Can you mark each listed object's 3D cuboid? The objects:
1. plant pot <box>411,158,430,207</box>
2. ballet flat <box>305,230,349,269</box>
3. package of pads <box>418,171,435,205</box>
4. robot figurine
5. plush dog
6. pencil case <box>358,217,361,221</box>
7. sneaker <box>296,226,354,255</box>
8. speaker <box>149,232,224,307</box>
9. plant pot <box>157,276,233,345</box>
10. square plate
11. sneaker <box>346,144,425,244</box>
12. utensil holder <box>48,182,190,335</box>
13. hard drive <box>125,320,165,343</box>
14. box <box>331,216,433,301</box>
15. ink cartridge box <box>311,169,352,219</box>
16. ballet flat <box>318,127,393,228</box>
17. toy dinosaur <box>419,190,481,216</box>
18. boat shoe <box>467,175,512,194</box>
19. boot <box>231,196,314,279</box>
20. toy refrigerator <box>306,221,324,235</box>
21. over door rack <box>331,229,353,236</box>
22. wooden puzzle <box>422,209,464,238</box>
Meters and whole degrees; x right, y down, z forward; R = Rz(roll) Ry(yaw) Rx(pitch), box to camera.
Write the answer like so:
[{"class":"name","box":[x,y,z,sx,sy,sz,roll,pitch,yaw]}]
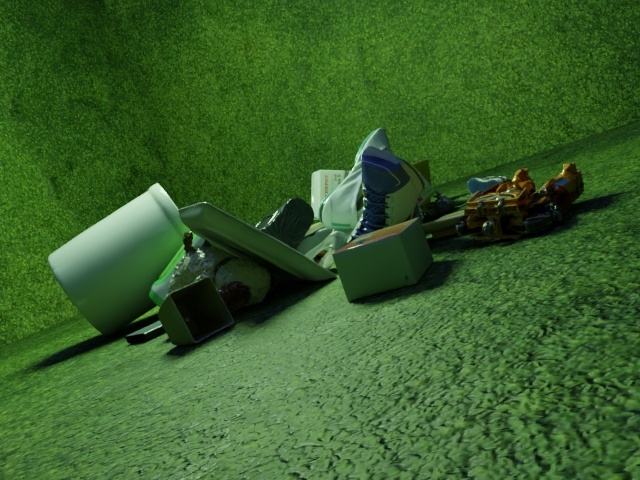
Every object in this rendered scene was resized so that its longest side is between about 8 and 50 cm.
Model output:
[{"class":"plant pot","box":[0.311,-0.186,2.216,0.212,0.187,0.212,-22,5,-36]},{"class":"ballet flat","box":[0.008,0.046,1.410,0.072,0.068,0.213,19,-31,-16]},{"class":"package of pads","box":[0.254,-0.123,1.881,0.229,0.101,0.296,-40,1,8]},{"class":"robot figurine","box":[0.388,-0.076,1.098,0.211,0.084,0.291,-3,16,45]},{"class":"plush dog","box":[-0.220,0.091,1.307,0.226,0.210,0.262,8,16,23]},{"class":"pencil case","box":[0.132,-0.047,2.009,0.088,0.086,0.206,-48,-4,13]},{"class":"sneaker","box":[0.000,0.000,1.816,0.269,0.101,0.153,-25,9,-33]},{"class":"speaker","box":[-0.348,0.063,1.574,0.296,0.131,0.131,-55,8,-3]},{"class":"plant pot","box":[-0.263,0.153,1.134,0.096,0.108,0.109,-32,-4,38]},{"class":"square plate","box":[-0.174,0.016,1.372,0.049,0.347,0.344,-64,21,-11]},{"class":"sneaker","box":[0.143,-0.052,1.279,0.182,0.128,0.315,-55,-28,-16]},{"class":"utensil holder","box":[-0.570,0.063,1.731,0.386,0.327,0.328,-36,8,-12]},{"class":"hard drive","box":[-0.405,0.219,1.407,0.094,0.022,0.135,-15,6,42]},{"class":"box","box":[0.117,0.031,1.015,0.130,0.090,0.170,-17,4,23]},{"class":"ink cartridge box","box":[0.114,-0.187,2.397,0.290,0.210,0.121,0,0,-15]},{"class":"ballet flat","box":[0.139,-0.167,1.591,0.139,0.139,0.400,-15,33,48]},{"class":"toy dinosaur","box":[0.401,-0.120,1.849,0.268,0.063,0.118,-22,20,-33]},{"class":"boat shoe","box":[0.581,-0.188,1.931,0.066,0.066,0.183,-16,13,-21]},{"class":"boot","box":[-0.248,0.061,1.790,0.445,0.146,0.367,-23,19,50]},{"class":"toy refrigerator","box":[-0.058,-0.009,2.253,0.270,0.094,0.102,-23,6,-35]},{"class":"over door rack","box":[0.152,-0.066,1.631,0.240,0.108,0.324,-19,29,14]},{"class":"wooden puzzle","box":[0.361,-0.053,1.356,0.221,0.044,0.239,-17,1,37]}]
